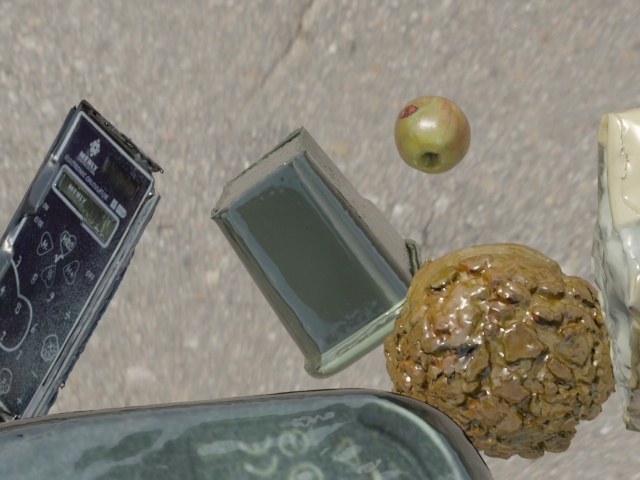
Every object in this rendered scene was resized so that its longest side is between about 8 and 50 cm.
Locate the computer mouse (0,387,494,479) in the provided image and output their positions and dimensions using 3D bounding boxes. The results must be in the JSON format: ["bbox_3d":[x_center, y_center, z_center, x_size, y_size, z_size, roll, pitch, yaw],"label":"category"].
[{"bbox_3d":[-0.090,0.176,0.824,0.374,0.114,0.203,-9,63,-16],"label":"computer mouse"}]

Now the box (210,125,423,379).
[{"bbox_3d":[0.000,0.000,1.581,0.138,0.274,0.178,-35,98,5],"label":"box"}]

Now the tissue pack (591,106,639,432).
[{"bbox_3d":[0.205,-0.002,0.595,0.222,0.186,0.090,-12,72,7],"label":"tissue pack"}]

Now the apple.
[{"bbox_3d":[0.112,-0.106,1.759,0.084,0.084,0.071,17,51,0],"label":"apple"}]

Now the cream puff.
[{"bbox_3d":[0.122,0.080,1.189,0.165,0.115,0.150,-19,101,19],"label":"cream puff"}]

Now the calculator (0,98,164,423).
[{"bbox_3d":[-0.233,0.025,1.512,0.166,0.028,0.274,41,105,45],"label":"calculator"}]
